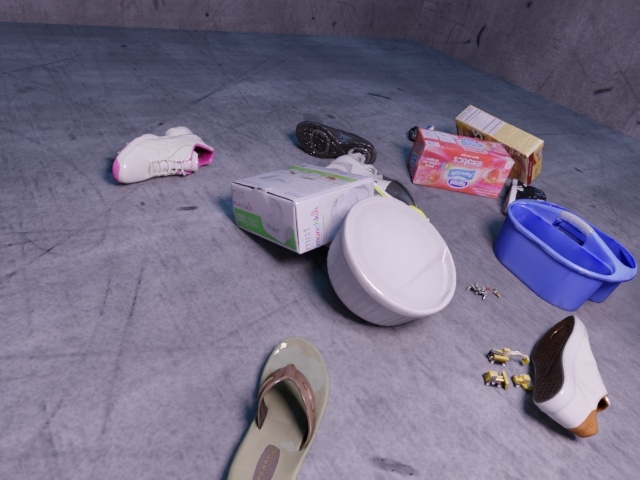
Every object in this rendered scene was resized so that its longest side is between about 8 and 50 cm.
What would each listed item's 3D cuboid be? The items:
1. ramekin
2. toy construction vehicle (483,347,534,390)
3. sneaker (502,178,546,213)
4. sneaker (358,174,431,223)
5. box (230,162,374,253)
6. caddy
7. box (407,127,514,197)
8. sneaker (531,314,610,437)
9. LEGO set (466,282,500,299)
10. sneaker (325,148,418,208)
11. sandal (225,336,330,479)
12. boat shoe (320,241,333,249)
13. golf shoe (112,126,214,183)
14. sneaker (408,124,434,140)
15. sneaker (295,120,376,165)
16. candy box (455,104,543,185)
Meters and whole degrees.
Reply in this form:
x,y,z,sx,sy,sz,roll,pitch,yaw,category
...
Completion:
x,y,z,sx,sy,sz,roll,pitch,yaw,category
0.138,0.053,0.965,0.273,0.127,0.272,17,51,-21,ramekin
0.368,0.250,0.907,0.098,0.035,0.086,13,35,-1,toy construction vehicle
0.665,-0.133,1.492,0.121,0.079,0.217,22,35,15,sneaker
0.126,-0.071,1.168,0.300,0.111,0.121,30,44,26,sneaker
-0.044,-0.091,1.096,0.231,0.126,0.262,-22,29,-36,box
0.621,0.016,1.188,0.241,0.179,0.341,-10,41,-27,caddy
0.460,-0.261,1.548,0.300,0.142,0.154,9,35,-6,box
0.489,0.261,0.899,0.123,0.106,0.290,44,40,4,sneaker
0.392,0.116,1.109,0.083,0.023,0.054,-5,39,-23,LEGO set
0.128,-0.126,1.301,0.146,0.122,0.330,-29,50,-24,sneaker
-0.051,0.263,0.711,0.120,0.086,0.302,15,35,2,sandal
0.000,0.000,1.134,0.125,0.038,0.046,19,49,11,boat shoe
-0.414,-0.224,1.253,0.140,0.115,0.306,28,39,15,golf shoe
0.397,-0.432,1.837,0.085,0.058,0.152,27,43,4,sneaker
0.053,-0.330,1.569,0.286,0.109,0.130,23,29,-2,sneaker
0.645,-0.345,1.683,0.087,0.183,0.316,-43,54,-7,candy box
